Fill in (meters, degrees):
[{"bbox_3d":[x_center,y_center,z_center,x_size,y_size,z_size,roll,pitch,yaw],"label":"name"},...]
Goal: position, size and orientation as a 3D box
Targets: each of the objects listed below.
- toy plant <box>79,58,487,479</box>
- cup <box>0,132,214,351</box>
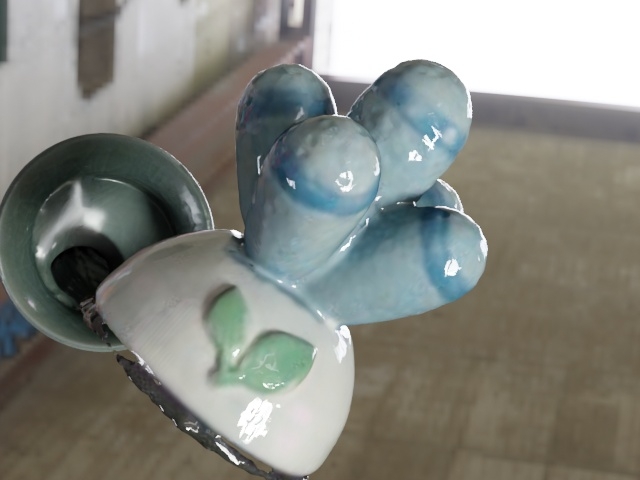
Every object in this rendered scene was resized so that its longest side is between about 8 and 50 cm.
[{"bbox_3d":[0.000,0.000,1.418,0.247,0.332,0.247,39,-172,-6],"label":"toy plant"},{"bbox_3d":[-0.203,0.009,1.711,0.199,0.199,0.150,2,173,-7],"label":"cup"}]
